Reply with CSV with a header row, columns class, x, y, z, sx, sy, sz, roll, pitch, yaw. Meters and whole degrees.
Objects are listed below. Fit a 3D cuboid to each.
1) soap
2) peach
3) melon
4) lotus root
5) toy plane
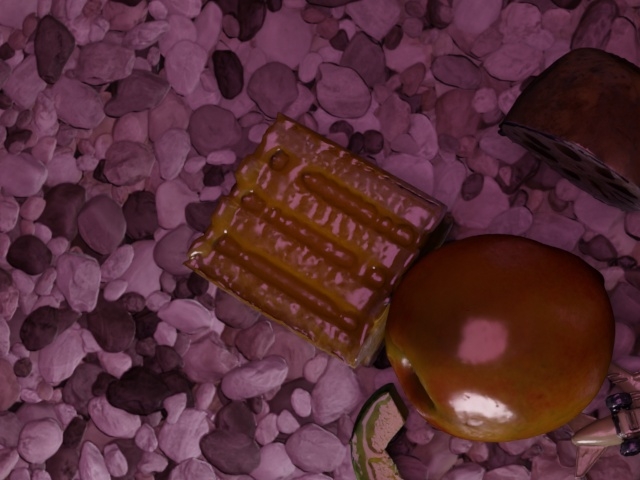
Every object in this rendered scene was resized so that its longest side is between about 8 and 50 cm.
class,x,y,z,sx,sy,sz,roll,pitch,yaw
soap,0.000,0.000,1.741,0.335,0.156,0.293,29,89,18
peach,0.265,0.135,1.586,0.332,0.308,0.308,-23,77,-5
melon,0.103,0.338,1.717,0.118,0.064,0.210,-25,79,7
lotus root,0.412,-0.167,1.603,0.272,0.272,0.192,34,83,17
toy plane,0.475,0.264,1.604,0.244,0.092,0.229,-19,64,16
